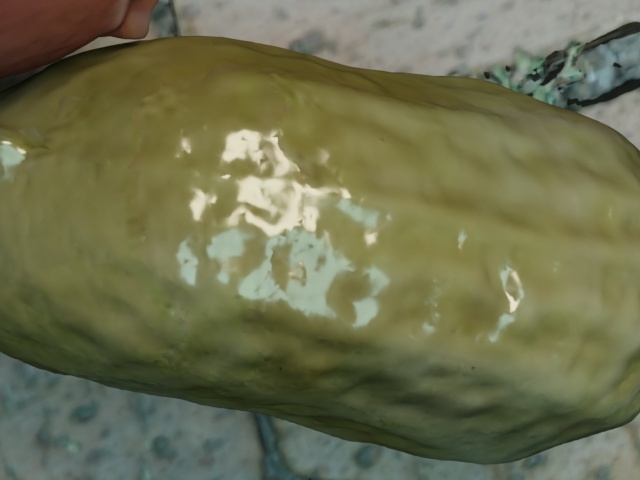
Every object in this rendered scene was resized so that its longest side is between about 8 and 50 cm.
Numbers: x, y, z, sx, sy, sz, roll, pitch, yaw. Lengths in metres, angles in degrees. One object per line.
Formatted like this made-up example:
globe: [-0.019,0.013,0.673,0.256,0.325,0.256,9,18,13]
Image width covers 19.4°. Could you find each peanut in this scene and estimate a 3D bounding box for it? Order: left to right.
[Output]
peanut: [0.003,0.000,0.747,0.340,0.174,0.158,13,102,-33]

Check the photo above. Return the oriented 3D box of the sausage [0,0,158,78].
sausage: [-0.162,-0.139,0.638,0.254,0.148,0.148,21,94,-27]
